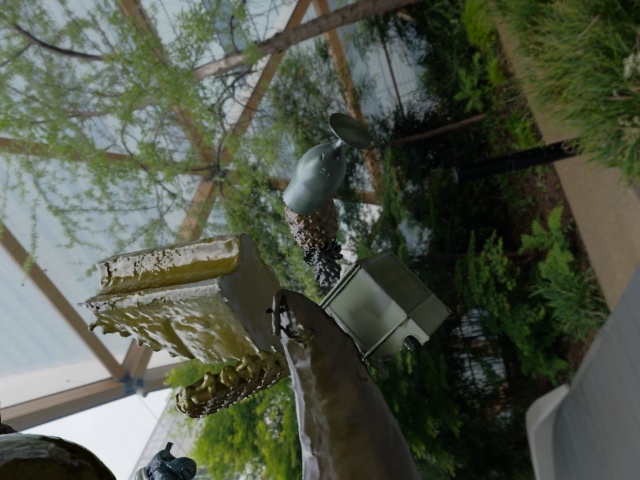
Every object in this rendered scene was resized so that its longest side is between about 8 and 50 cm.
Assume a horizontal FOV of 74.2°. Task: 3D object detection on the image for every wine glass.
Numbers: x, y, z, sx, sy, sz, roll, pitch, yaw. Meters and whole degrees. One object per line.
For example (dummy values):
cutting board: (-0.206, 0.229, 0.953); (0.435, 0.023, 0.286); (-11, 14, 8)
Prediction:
wine glass: (0.004, -0.135, 0.803); (0.092, 0.202, 0.093); (19, -135, -20)

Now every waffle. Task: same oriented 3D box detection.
waffle: (-0.124, 0.211, 0.616); (0.038, 0.191, 0.191); (62, -169, 22)

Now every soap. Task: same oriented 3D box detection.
soap: (-0.228, 0.152, 0.791); (0.169, 0.338, 0.305); (-73, -34, -47)

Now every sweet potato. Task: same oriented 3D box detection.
sweet potato: (0.037, 0.242, 0.300); (0.130, 0.130, 0.423); (27, -130, -68)

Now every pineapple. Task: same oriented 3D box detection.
pineapple: (0.000, 0.000, 1.229); (0.158, 0.157, 0.279); (-56, -51, -67)

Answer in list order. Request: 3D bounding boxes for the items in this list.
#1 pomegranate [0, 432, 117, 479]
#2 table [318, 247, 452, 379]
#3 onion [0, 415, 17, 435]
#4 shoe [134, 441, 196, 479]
pomegranate: (-0.215, 0.205, 0.252); (0.159, 0.204, 0.159); (-19, -90, -83)
table: (0.057, 0.062, 0.374); (0.083, 0.062, 0.079); (46, -152, 17)
onion: (-0.627, 0.435, 0.766); (0.285, 0.272, 0.273); (-73, -33, -41)
shoe: (-0.202, 0.331, 0.580); (0.064, 0.142, 0.071); (52, -122, -21)
